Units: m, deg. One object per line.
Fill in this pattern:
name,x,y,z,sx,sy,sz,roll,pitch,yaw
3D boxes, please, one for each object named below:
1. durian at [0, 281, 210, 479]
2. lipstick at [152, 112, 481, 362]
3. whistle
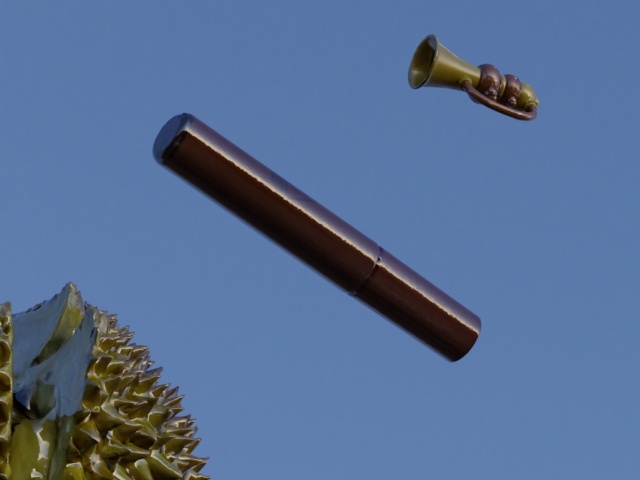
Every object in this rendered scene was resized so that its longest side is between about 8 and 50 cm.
durian,-0.139,0.118,0.788,0.138,0.193,0.237,53,-14,-3
lipstick,0.000,0.000,1.745,0.356,0.057,0.057,36,-54,-23
whistle,0.129,-0.125,1.528,0.109,0.046,0.057,19,-5,-16
